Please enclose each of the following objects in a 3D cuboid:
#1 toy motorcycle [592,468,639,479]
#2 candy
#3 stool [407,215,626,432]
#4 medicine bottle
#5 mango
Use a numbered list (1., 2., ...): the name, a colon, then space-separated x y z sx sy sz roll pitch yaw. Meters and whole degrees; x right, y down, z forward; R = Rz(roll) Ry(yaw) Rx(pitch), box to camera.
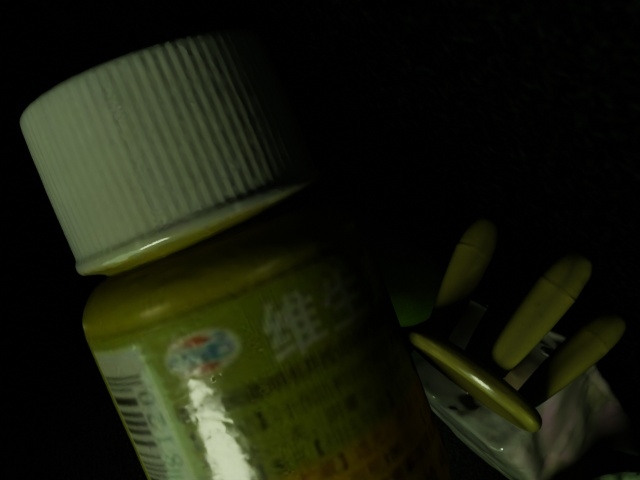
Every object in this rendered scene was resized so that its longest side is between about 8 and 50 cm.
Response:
1. toy motorcycle: 0.300 0.258 0.481 0.237 0.169 0.410 20 161 -2
2. candy: 0.206 0.165 0.673 0.195 0.137 0.185 47 169 -37
3. stool: 0.138 0.063 0.465 0.134 0.110 0.135 36 172 7
4. medicine bottle: -0.059 0.059 0.492 0.224 0.224 0.384 -174 61 -77
5. mango: 0.000 0.000 0.674 0.293 0.143 0.175 29 175 -2
